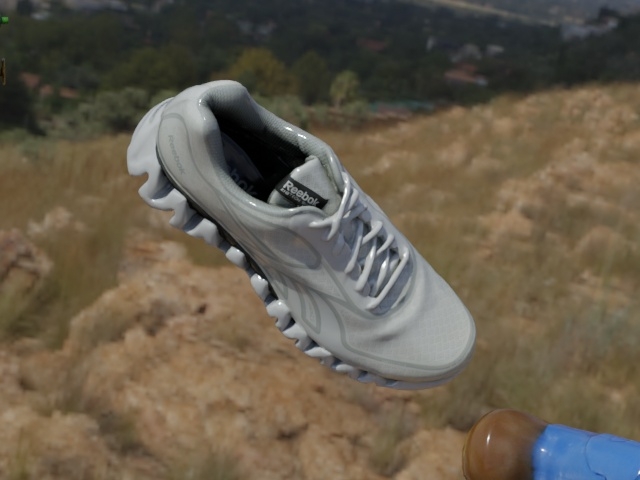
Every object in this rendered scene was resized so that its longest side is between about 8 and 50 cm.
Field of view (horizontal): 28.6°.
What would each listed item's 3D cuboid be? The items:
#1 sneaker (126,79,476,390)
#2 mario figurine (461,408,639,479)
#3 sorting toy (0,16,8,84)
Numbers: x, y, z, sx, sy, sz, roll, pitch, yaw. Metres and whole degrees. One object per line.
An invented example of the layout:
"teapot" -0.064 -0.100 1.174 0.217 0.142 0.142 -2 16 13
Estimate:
"sneaker" 0.000 0.000 0.870 0.292 0.110 0.118 39 -28 -11
"mario figurine" 0.176 0.135 0.562 0.170 0.198 0.320 -46 17 -32
"sorting toy" -0.250 -0.148 0.921 0.042 0.102 0.061 -3 48 -13
